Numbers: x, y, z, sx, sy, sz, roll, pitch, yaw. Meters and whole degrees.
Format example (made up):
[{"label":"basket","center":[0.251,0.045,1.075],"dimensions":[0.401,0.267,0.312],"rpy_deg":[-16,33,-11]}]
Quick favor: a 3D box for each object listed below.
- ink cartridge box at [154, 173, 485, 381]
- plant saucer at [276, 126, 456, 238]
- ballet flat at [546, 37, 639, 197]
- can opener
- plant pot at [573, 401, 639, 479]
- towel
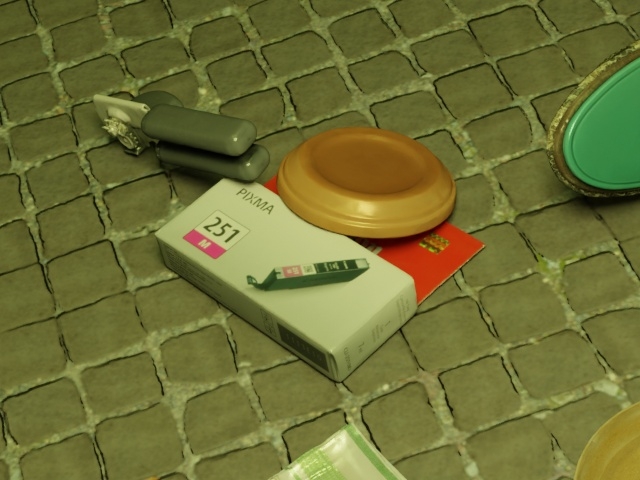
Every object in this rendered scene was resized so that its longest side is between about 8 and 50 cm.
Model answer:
[{"label":"ink cartridge box","center":[0.000,0.000,1.657],"dimensions":[0.275,0.060,0.239],"rpy_deg":[32,61,33]},{"label":"plant saucer","center":[0.052,-0.071,1.688],"dimensions":[0.200,0.037,0.200],"rpy_deg":[4,33,-3]},{"label":"ballet flat","center":[0.440,-0.194,1.687],"dimensions":[0.482,0.164,0.182],"rpy_deg":[-29,18,-6]},{"label":"can opener","center":[-0.160,-0.132,1.754],"dimensions":[0.280,0.074,0.093],"rpy_deg":[19,58,46]},{"label":"plant pot","center":[0.347,0.238,1.385],"dimensions":[0.236,0.032,0.236],"rpy_deg":[-5,46,5]},{"label":"towel","center":[0.002,0.246,1.448],"dimensions":[0.152,0.023,0.113],"rpy_deg":[-32,49,-18]}]
